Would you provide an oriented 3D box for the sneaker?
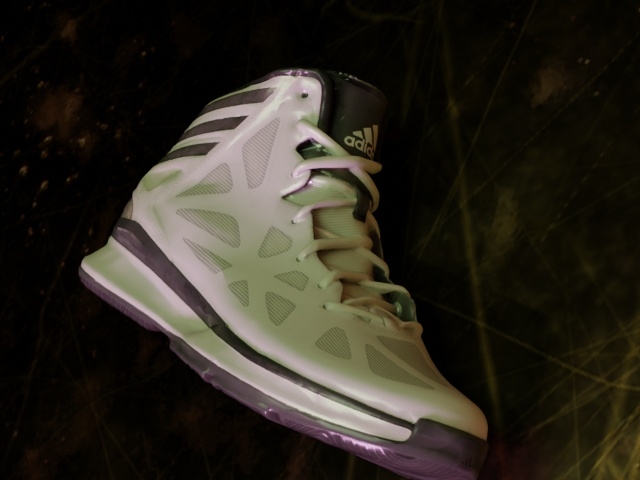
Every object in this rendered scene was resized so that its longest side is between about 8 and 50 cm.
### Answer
[{"bbox_3d":[-0.001,-0.001,1.356,0.447,0.169,0.257,29,91,46],"label":"sneaker"}]
